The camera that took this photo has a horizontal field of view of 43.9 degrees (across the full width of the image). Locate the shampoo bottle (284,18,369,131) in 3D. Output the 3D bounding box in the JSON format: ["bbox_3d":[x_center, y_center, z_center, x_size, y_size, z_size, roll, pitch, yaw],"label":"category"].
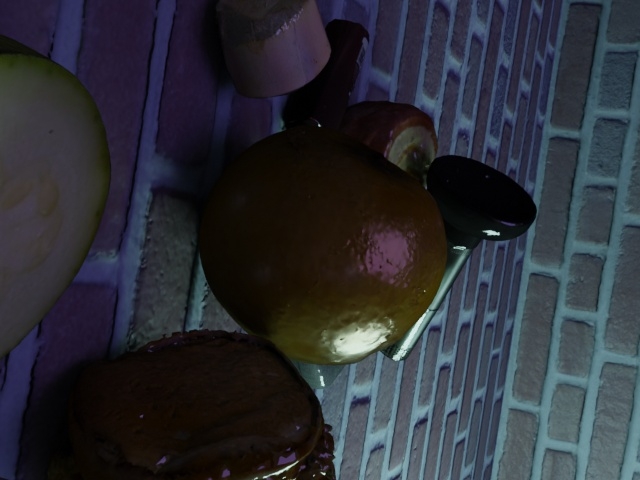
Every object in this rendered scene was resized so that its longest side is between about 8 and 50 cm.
[{"bbox_3d":[-0.001,-0.171,1.006,0.068,0.067,0.236,48,55,-47],"label":"shampoo bottle"}]

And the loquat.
[{"bbox_3d":[0.000,0.000,0.841,0.263,0.263,0.262,-31,125,-58],"label":"loquat"}]

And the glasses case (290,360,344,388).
[{"bbox_3d":[0.039,0.069,1.150,0.323,0.074,0.131,-51,143,-46],"label":"glasses case"}]

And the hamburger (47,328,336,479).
[{"bbox_3d":[-0.098,0.208,0.730,0.260,0.245,0.211,-41,134,-65],"label":"hamburger"}]

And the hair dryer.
[{"bbox_3d":[0.177,-0.013,1.211,0.284,0.156,0.320,-81,-166,-48],"label":"hair dryer"}]

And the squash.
[{"bbox_3d":[-0.238,-0.011,0.507,0.252,0.049,0.252,-52,159,-29],"label":"squash"}]

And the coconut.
[{"bbox_3d":[-0.049,-0.209,0.843,0.116,0.116,0.122,-62,150,-34],"label":"coconut"}]

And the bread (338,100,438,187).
[{"bbox_3d":[0.078,-0.104,1.117,0.244,0.123,0.190,-30,130,-60],"label":"bread"}]

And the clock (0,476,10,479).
[{"bbox_3d":[-0.229,0.269,0.486,0.247,0.228,0.090,-66,148,-33],"label":"clock"}]
